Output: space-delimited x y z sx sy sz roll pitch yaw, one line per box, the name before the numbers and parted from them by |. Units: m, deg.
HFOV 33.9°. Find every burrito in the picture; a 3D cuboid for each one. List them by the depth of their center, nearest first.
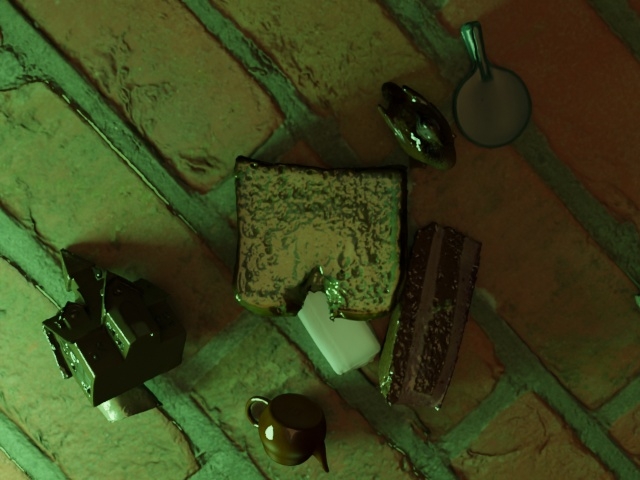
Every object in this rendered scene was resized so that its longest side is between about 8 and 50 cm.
burrito | -0.355 0.205 1.675 0.087 0.060 0.226 -40 91 -29

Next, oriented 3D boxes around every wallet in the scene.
wallet | 0.021 0.124 1.688 0.095 0.033 0.190 -33 97 5

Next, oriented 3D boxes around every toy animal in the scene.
toy animal | 0.141 -0.183 1.579 0.089 0.179 0.188 -37 71 2

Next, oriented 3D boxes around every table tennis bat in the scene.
table tennis bat | 0.259 -0.243 1.638 0.124 0.033 0.201 -17 101 0

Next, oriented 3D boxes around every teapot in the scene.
teapot | -0.052 0.311 1.686 0.173 0.116 0.116 28 98 22

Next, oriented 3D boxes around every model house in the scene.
model house | -0.339 0.094 1.614 0.180 0.176 0.248 -26 65 -31

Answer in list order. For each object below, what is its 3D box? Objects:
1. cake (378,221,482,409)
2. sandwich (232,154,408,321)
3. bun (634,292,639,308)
cake | 0.169 0.121 1.674 0.115 0.113 0.296 17 86 -9
sandwich | 0.000 0.000 1.618 0.273 0.095 0.249 3 87 0
bun | 0.641 0.064 1.603 0.281 0.205 0.282 0 100 -3
